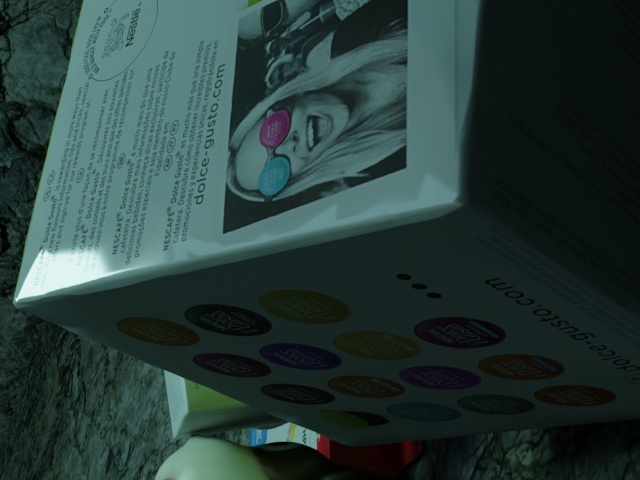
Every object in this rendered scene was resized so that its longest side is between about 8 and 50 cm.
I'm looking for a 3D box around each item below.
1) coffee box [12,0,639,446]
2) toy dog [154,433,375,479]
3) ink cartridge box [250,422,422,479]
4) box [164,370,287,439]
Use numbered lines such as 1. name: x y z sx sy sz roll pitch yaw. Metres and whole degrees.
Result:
1. coffee box: 0.059 -0.077 0.805 0.334 0.337 0.338 -13 60 38
2. toy dog: -0.089 0.347 1.003 0.284 0.395 0.408 -48 15 55
3. ink cartridge box: 0.010 0.197 1.217 0.231 0.078 0.134 -50 31 44
4. box: -0.052 0.069 1.096 0.119 0.181 0.182 121 140 -66
